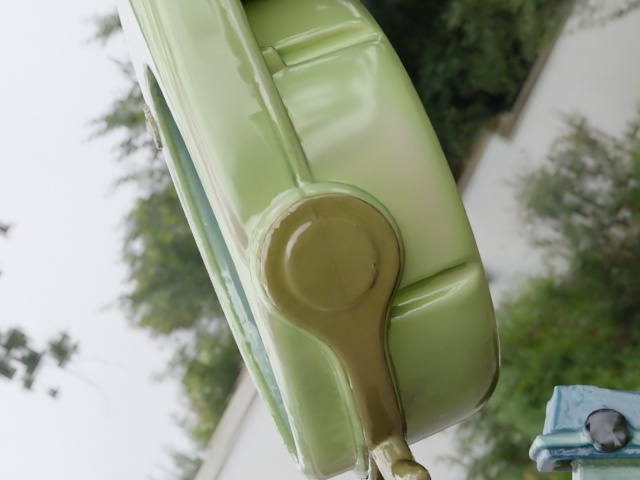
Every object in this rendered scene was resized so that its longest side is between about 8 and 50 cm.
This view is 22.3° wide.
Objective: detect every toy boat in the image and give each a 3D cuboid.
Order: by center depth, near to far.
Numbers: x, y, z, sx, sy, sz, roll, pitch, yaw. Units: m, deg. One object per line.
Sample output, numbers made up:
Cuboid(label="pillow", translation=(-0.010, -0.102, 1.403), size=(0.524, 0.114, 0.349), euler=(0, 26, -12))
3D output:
Cuboid(label="toy boat", translation=(0.236, 0.134, 0.896), size=(0.109, 0.237, 0.098), euler=(74, -163, -75))

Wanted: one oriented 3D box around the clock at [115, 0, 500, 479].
Cuboid(label="clock", translation=(0.000, 0.000, 0.706), size=(0.096, 0.308, 0.235), euler=(-20, -19, -8))
